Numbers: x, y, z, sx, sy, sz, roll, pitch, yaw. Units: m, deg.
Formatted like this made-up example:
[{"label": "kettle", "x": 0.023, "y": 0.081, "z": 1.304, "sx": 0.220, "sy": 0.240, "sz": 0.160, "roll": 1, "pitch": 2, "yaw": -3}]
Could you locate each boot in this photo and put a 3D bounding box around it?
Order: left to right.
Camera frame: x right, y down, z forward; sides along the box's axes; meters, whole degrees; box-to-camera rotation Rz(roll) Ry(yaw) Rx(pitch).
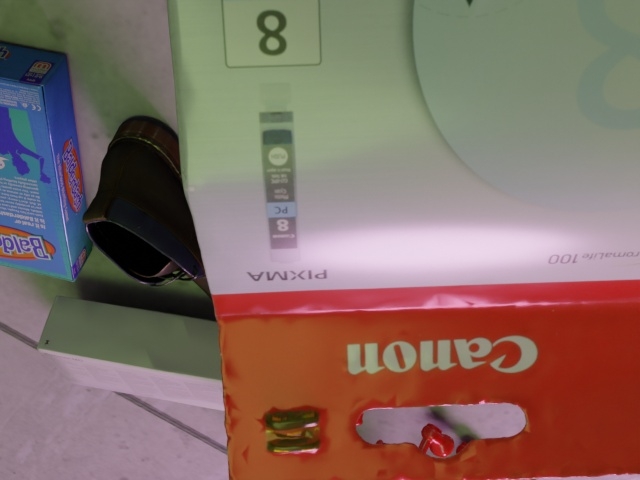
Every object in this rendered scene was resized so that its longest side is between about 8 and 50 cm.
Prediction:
[{"label": "boot", "x": -0.115, "y": 0.017, "z": 0.742, "sx": 0.082, "sy": 0.106, "sz": 0.219, "roll": -15, "pitch": 126, "yaw": 28}]

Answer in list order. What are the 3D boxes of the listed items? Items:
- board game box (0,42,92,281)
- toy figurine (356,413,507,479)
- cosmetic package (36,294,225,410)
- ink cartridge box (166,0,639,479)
[{"label": "board game box", "x": -0.280, "y": -0.067, "z": 0.753, "sx": 0.160, "sy": 0.047, "sz": 0.210, "roll": 12, "pitch": 134, "yaw": 5}, {"label": "toy figurine", "x": 0.054, "y": 0.283, "z": 0.959, "sx": 0.362, "sy": 0.191, "sz": 0.217, "roll": 36, "pitch": 162, "yaw": -27}, {"label": "cosmetic package", "x": -0.130, "y": 0.111, "z": 0.852, "sx": 0.238, "sy": 0.061, "sz": 0.099, "roll": 9, "pitch": 155, "yaw": 8}, {"label": "ink cartridge box", "x": 0.079, "y": 0.000, "z": 0.544, "sx": 0.308, "sy": 0.091, "sz": 0.385, "roll": -2, "pitch": 108, "yaw": -1}]
